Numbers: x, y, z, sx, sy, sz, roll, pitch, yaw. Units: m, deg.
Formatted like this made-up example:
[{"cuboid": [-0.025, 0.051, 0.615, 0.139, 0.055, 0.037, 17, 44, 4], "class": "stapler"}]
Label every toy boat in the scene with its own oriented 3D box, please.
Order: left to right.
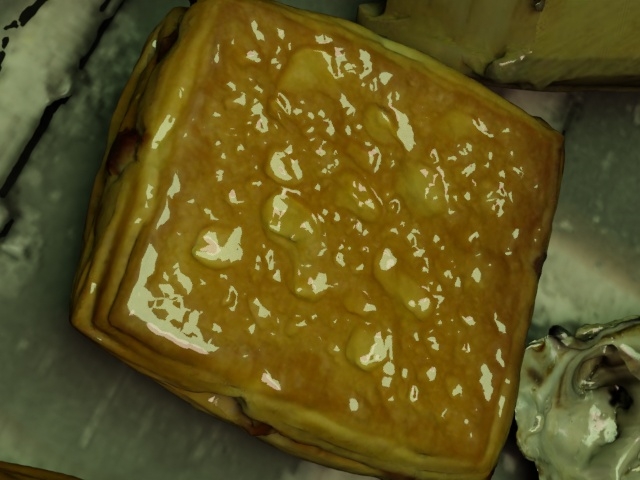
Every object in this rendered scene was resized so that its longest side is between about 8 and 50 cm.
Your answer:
[{"cuboid": [0.227, -0.157, 0.810, 0.445, 0.136, 0.162, -3, 35, -24], "class": "toy boat"}]

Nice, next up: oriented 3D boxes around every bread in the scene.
[{"cuboid": [0.000, 0.000, 0.678, 0.235, 0.099, 0.211, 23, 69, -24], "class": "bread"}]

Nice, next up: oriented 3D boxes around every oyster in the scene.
[{"cuboid": [0.172, 0.089, 0.753, 0.165, 0.053, 0.108, -15, 81, -26], "class": "oyster"}]

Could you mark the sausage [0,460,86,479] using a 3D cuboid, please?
[{"cuboid": [-0.061, 0.193, 0.568, 0.112, 0.112, 0.328, -35, 76, -28], "class": "sausage"}]
